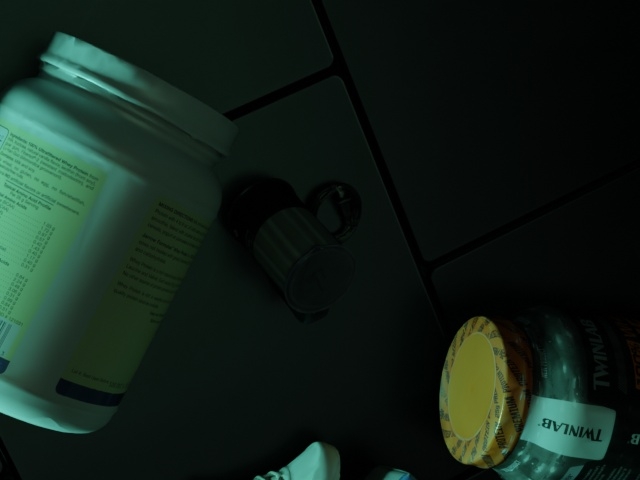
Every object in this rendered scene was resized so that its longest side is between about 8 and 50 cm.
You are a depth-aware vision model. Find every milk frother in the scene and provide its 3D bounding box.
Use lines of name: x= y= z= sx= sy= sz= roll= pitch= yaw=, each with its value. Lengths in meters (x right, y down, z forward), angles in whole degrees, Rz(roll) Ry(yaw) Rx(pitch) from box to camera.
milk frother: x=0.000 y=0.000 z=1.313 sx=0.143 sy=0.135 sz=0.129 roll=-35 pitch=137 yaw=-7

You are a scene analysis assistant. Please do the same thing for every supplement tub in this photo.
supplement tub: x=-0.237 y=-0.008 z=1.185 sx=0.235 sy=0.235 sz=0.325 roll=28 pitch=88 yaw=-19
supplement tub: x=0.319 y=0.186 z=1.400 sx=0.338 sy=0.207 sz=0.207 roll=9 pitch=95 yaw=-19

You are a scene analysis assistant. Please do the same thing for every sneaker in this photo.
sneaker: x=-0.078 y=0.296 z=1.355 sx=0.232 sy=0.090 sz=0.115 roll=-46 pitch=104 yaw=-8

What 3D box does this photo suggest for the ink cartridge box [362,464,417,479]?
ink cartridge box: x=0.112 y=0.434 z=1.368 sx=0.307 sy=0.129 sz=0.223 roll=46 pitch=74 yaw=-6
